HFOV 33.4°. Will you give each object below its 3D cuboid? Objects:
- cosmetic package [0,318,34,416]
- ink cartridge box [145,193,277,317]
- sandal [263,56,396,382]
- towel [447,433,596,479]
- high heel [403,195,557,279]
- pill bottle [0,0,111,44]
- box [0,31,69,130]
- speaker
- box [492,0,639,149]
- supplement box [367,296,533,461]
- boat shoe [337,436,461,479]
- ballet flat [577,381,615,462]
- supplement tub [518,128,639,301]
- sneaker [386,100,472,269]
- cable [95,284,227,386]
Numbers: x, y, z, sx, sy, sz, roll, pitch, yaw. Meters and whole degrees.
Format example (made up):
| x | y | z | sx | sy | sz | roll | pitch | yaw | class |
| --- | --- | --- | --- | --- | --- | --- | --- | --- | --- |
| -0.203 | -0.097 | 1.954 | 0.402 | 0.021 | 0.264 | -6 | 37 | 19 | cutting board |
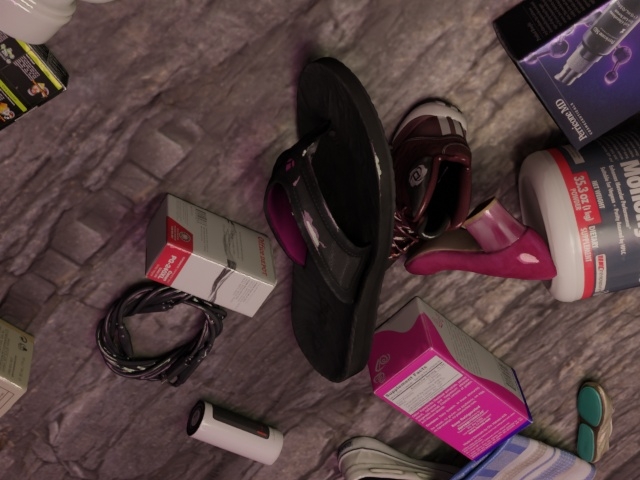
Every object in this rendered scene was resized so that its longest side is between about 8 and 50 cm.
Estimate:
| x | y | z | sx | sy | sz | roll | pitch | yaw | class |
| --- | --- | --- | --- | --- | --- | --- | --- | --- | --- |
| -0.539 | 0.131 | 1.349 | 0.309 | 0.113 | 0.160 | 37 | 113 | -28 | cosmetic package |
| -0.137 | 0.020 | 1.325 | 0.150 | 0.109 | 0.063 | 24 | 118 | -22 | ink cartridge box |
| 0.001 | 0.002 | 1.278 | 0.107 | 0.167 | 0.446 | -22 | 130 | -30 | sandal |
| 0.291 | 0.389 | 1.636 | 0.209 | 0.034 | 0.285 | -45 | 138 | 16 | towel |
| 0.193 | 0.028 | 1.322 | 0.117 | 0.082 | 0.244 | 48 | 149 | -3 | high heel |
| -0.211 | -0.342 | 1.016 | 0.318 | 0.176 | 0.176 | -40 | 121 | 20 | pill bottle |
| -0.409 | -0.199 | 1.173 | 0.184 | 0.045 | 0.191 | -31 | 123 | 11 | box |
| -0.123 | 0.281 | 1.548 | 0.136 | 0.055 | 0.055 | 26 | 118 | -23 | speaker |
| 0.328 | -0.230 | 1.212 | 0.207 | 0.108 | 0.153 | -34 | 123 | 16 | box |
| 0.178 | 0.196 | 1.494 | 0.114 | 0.111 | 0.220 | -40 | 120 | 20 | supplement box |
| 0.147 | 0.386 | 1.639 | 0.267 | 0.088 | 0.096 | 30 | 116 | -25 | boat shoe |
| 0.422 | 0.269 | 1.625 | 0.052 | 0.057 | 0.168 | -25 | 134 | -24 | ballet flat |
| 0.395 | -0.041 | 1.304 | 0.272 | 0.191 | 0.191 | -13 | 126 | 2 | supplement tub |
| 0.095 | -0.023 | 1.294 | 0.106 | 0.162 | 0.281 | 18 | 121 | -19 | sneaker |
| -0.212 | 0.117 | 1.431 | 0.150 | 0.047 | 0.184 | 29 | 119 | -20 | cable |
